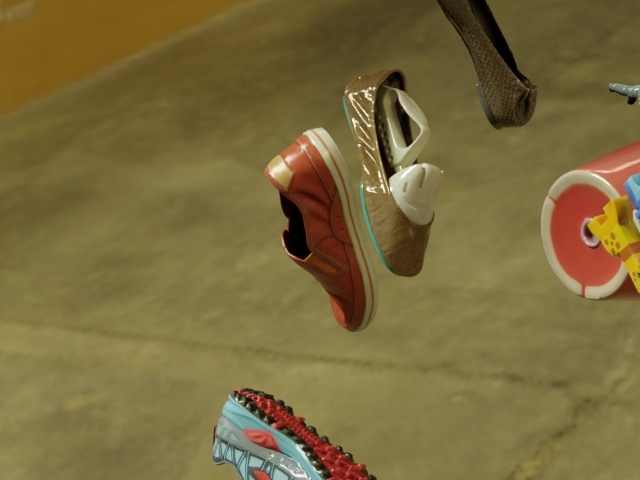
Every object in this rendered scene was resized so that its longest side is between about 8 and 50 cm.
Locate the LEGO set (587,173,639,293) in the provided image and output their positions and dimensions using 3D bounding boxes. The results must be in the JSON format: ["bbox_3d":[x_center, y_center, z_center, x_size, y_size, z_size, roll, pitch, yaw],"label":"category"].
[{"bbox_3d":[0.326,-0.009,1.358,0.087,0.093,0.227,-16,-20,-20],"label":"LEGO set"}]

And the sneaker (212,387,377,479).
[{"bbox_3d":[-0.030,0.297,1.742,0.262,0.125,0.104,38,19,30],"label":"sneaker"}]

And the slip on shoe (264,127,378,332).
[{"bbox_3d":[0.000,0.000,1.840,0.101,0.331,0.123,-27,46,-11],"label":"slip on shoe"}]

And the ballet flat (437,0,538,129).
[{"bbox_3d":[0.176,-0.238,1.552,0.058,0.250,0.084,-15,16,32],"label":"ballet flat"}]

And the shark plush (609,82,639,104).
[{"bbox_3d":[0.517,-0.226,2.132,0.161,0.067,0.073,-1,-16,42],"label":"shark plush"}]

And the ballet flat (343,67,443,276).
[{"bbox_3d":[0.122,-0.118,2.149,0.116,0.342,0.124,16,-37,-40],"label":"ballet flat"}]

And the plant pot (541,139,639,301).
[{"bbox_3d":[0.482,-0.026,2.123,0.243,0.275,0.275,-10,13,-33],"label":"plant pot"}]
